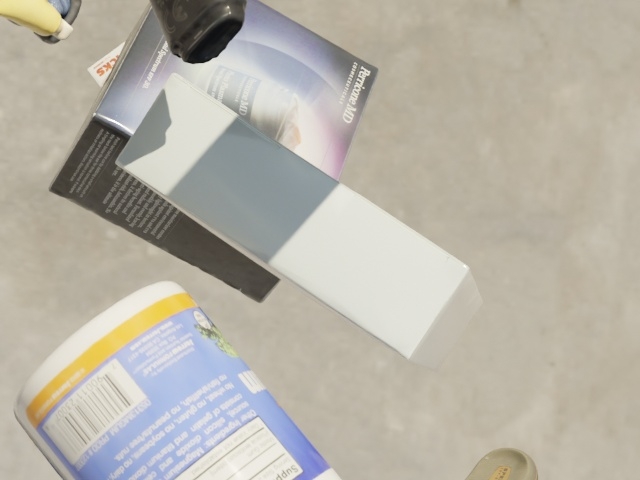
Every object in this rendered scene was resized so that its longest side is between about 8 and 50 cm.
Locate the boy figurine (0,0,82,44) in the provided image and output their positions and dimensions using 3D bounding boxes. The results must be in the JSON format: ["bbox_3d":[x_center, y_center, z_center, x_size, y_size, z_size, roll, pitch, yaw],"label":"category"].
[{"bbox_3d":[-0.376,-0.285,1.792,0.092,0.177,0.285,-61,172,12],"label":"boy figurine"}]

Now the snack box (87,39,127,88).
[{"bbox_3d":[-0.232,-0.263,2.109,0.064,0.178,0.022,54,3,-4],"label":"snack box"}]

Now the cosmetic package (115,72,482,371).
[{"bbox_3d":[0.000,0.000,1.355,0.097,0.284,0.377,-58,170,-1],"label":"cosmetic package"}]

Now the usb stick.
[{"bbox_3d":[-0.125,-0.258,1.144,0.045,0.077,0.278,5,53,-47],"label":"usb stick"}]

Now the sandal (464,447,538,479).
[{"bbox_3d":[0.153,0.260,1.459,0.219,0.090,0.060,-49,137,-48],"label":"sandal"}]

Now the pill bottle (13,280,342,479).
[{"bbox_3d":[-0.076,0.174,1.062,0.272,0.152,0.152,50,43,8],"label":"pill bottle"}]

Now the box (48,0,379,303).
[{"bbox_3d":[-0.121,-0.137,1.842,0.294,0.183,0.296,29,51,-12],"label":"box"}]
